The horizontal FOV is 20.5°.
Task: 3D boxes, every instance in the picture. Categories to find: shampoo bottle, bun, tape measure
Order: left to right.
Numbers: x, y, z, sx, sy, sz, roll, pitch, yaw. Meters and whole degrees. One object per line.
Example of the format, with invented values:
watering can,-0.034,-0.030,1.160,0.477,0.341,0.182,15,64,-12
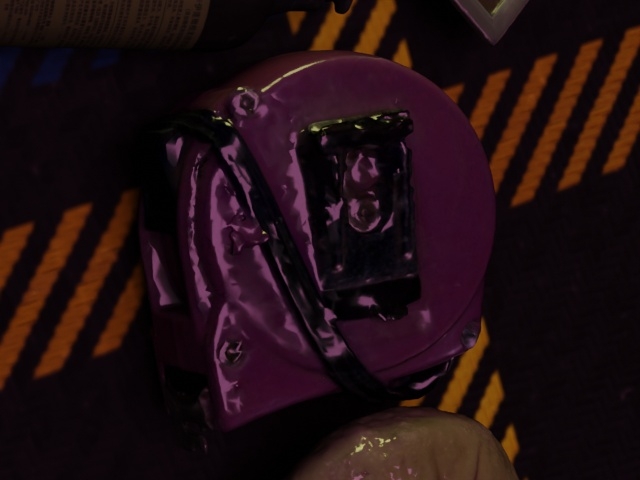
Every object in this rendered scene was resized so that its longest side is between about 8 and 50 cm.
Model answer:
shampoo bottle,-0.107,-0.172,1.129,0.283,0.101,0.101,-1,91,-24
tape measure,0.000,0.000,1.151,0.231,0.149,0.245,-15,97,-23
bun,0.061,0.216,1.163,0.222,0.127,0.222,-18,124,-30

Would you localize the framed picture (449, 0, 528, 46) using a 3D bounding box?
framed picture,0.081,-0.312,1.234,0.293,0.018,0.231,48,60,-17
